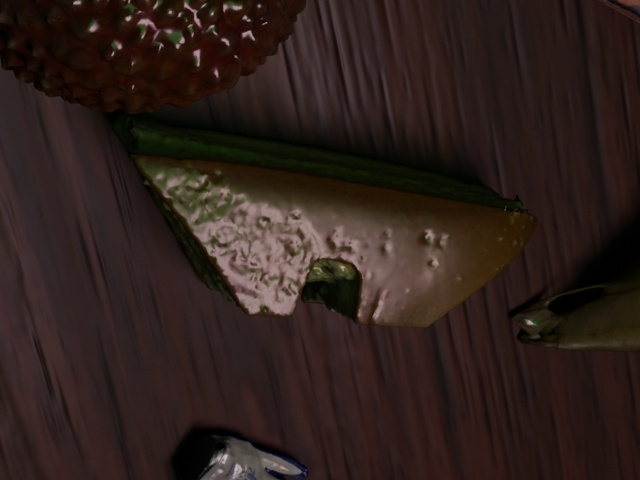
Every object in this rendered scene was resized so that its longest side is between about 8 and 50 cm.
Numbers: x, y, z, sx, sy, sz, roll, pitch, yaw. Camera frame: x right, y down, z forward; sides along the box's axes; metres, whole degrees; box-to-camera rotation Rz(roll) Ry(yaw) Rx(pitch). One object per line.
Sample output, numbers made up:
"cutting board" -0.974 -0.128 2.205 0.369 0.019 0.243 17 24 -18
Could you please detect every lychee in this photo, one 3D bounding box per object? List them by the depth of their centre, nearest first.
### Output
"lychee" -0.080 -0.138 0.766 0.197 0.165 0.165 -27 126 35

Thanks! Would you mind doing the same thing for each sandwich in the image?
"sandwich" 0.000 0.000 0.891 0.244 0.090 0.088 10 100 -26

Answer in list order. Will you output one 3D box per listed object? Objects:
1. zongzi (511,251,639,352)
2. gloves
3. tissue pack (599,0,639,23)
"zongzi" 0.273 -0.051 1.008 0.289 0.123 0.260 4 75 16
"gloves" -0.045 0.144 0.958 0.086 0.026 0.064 29 96 -33
"tissue pack" 0.171 -0.182 0.921 0.148 0.060 0.108 21 99 -29
